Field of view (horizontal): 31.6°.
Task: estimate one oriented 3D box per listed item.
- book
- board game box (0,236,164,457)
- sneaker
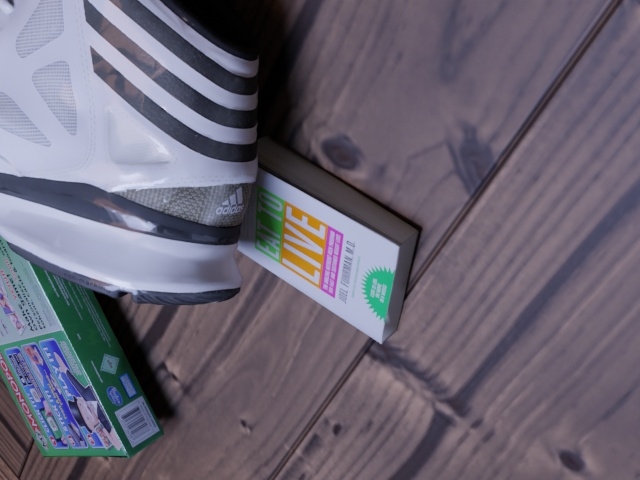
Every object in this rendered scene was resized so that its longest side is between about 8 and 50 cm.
[{"bbox_3d":[0.000,0.000,0.815,0.144,0.035,0.096,31,135,26],"label":"book"},{"bbox_3d":[-0.282,0.060,1.086,0.213,0.046,0.317,-15,103,55],"label":"board game box"},{"bbox_3d":[-0.224,-0.134,0.844,0.447,0.169,0.257,18,100,25],"label":"sneaker"}]
